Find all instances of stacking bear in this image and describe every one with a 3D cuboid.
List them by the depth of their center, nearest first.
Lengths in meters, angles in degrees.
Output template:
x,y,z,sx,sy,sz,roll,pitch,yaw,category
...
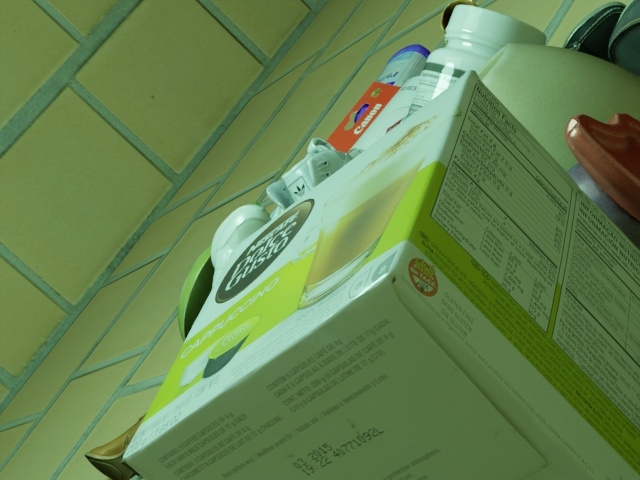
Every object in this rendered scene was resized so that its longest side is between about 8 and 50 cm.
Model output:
x,y,z,sx,sy,sz,roll,pitch,yaw,category
0.253,0.028,1.332,0.175,0.164,0.289,-9,-37,-55,stacking bear

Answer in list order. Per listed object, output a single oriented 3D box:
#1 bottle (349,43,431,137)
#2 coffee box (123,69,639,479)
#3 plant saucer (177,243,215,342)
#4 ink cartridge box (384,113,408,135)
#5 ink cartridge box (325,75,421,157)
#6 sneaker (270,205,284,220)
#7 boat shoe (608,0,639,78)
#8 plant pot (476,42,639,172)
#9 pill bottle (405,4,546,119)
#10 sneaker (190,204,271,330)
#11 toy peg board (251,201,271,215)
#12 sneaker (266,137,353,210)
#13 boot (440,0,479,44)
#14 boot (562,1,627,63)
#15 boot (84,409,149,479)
x,y,z,sx,sy,sz,roll,pitch,yaw,category
0.138,-0.271,2.541,0.118,0.092,0.283,-27,24,49,bottle
0.096,0.124,1.148,0.337,0.338,0.334,-36,18,34,coffee box
-0.185,0.090,2.292,0.241,0.037,0.241,-44,-33,-39,plant saucer
0.191,-0.145,1.998,0.176,0.127,0.128,-34,19,36,ink cartridge box
0.119,-0.230,2.386,0.232,0.066,0.189,22,66,41,ink cartridge box
-0.056,-0.032,2.469,0.086,0.085,0.237,-36,18,49,sneaker
0.460,-0.253,1.536,0.130,0.132,0.355,-53,15,-23,boat shoe
0.256,-0.129,1.566,0.284,0.191,0.284,-49,6,6,plant pot
0.204,-0.171,1.787,0.161,0.161,0.283,-149,78,-75,pill bottle
-0.127,0.093,2.167,0.152,0.114,0.305,35,114,58,sneaker
-0.147,0.001,2.645,0.160,0.079,0.161,-44,15,8,toy peg board
0.000,0.000,1.984,0.137,0.210,0.366,-33,20,43,sneaker
0.271,-0.294,2.001,0.104,0.211,0.295,-44,12,9,boot
0.365,-0.209,1.770,0.236,0.085,0.178,-52,14,19,boot
-0.319,0.343,2.249,0.197,0.073,0.152,-10,38,47,boot
